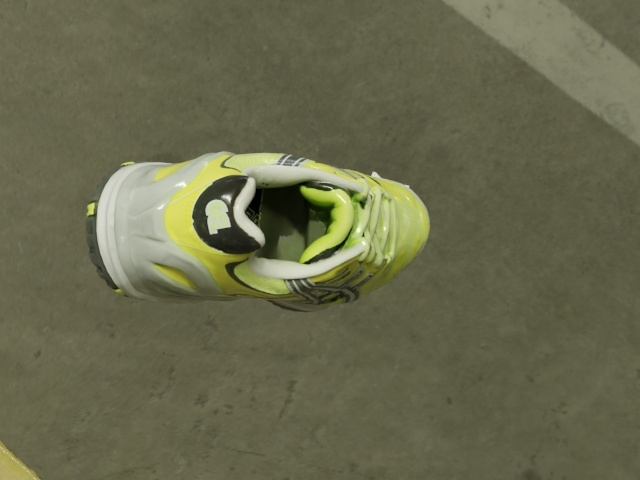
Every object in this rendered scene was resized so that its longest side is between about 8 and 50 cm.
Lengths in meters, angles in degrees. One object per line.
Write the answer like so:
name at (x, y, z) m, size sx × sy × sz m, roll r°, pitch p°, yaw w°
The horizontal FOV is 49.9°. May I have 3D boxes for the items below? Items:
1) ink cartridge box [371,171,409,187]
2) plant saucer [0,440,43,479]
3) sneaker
ink cartridge box at (0.092, -0.033, 1.149) m, size 0.090 × 0.143 × 0.092 m, roll 12°, pitch 48°, yaw 11°
plant saucer at (-0.196, 0.341, 0.383) m, size 0.332 × 0.081 × 0.332 m, roll 60°, pitch 26°, yaw -29°
sneaker at (0.000, 0.000, 0.600) m, size 0.385 × 0.147 × 0.145 m, roll -6°, pitch 93°, yaw -51°
